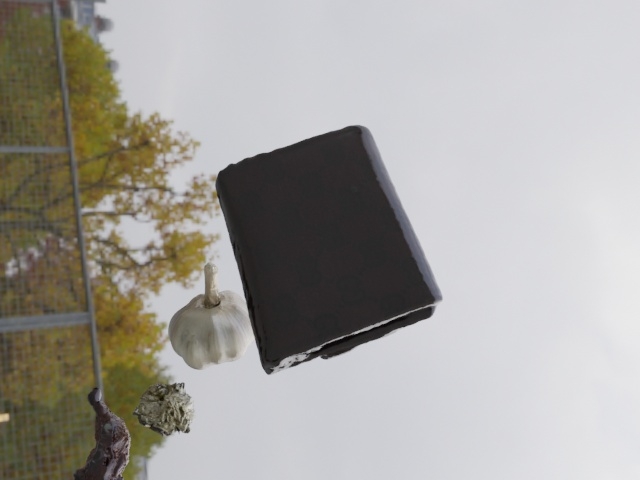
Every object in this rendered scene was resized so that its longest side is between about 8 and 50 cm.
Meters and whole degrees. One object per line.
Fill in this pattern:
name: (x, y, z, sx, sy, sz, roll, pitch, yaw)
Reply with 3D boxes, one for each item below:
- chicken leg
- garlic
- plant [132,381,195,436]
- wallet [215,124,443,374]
chicken leg: (-0.370, 0.350, 1.456, 0.048, 0.089, 0.219, 94, -5, -54)
garlic: (-0.233, 0.144, 1.770, 0.199, 0.199, 0.226, 45, -33, 52)
plant: (-0.261, 0.307, 1.465, 0.116, 0.104, 0.122, -114, -175, -50)
wallet: (0.000, 0.000, 0.841, 0.049, 0.182, 0.229, 64, 6, -63)
